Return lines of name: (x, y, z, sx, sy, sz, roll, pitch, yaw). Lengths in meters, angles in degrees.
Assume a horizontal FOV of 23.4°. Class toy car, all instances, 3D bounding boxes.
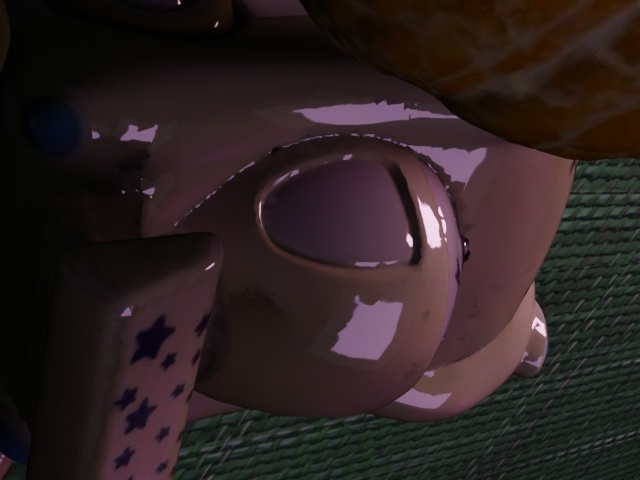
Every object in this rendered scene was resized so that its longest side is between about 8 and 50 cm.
toy car: (0.000, 0.000, 0.754, 0.336, 0.226, 0.242, -5, 130, -26)

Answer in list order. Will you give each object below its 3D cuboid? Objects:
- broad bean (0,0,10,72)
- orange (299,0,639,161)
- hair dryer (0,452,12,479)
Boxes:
broad bean: (-0.224, -0.086, 0.584, 0.207, 0.072, 0.153, 3, 127, -41)
orange: (0.116, -0.189, 0.613, 0.329, 0.329, 0.249, -32, -167, -20)
hair dryer: (-0.223, 0.171, 0.932, 0.181, 0.117, 0.064, -62, 153, -6)
